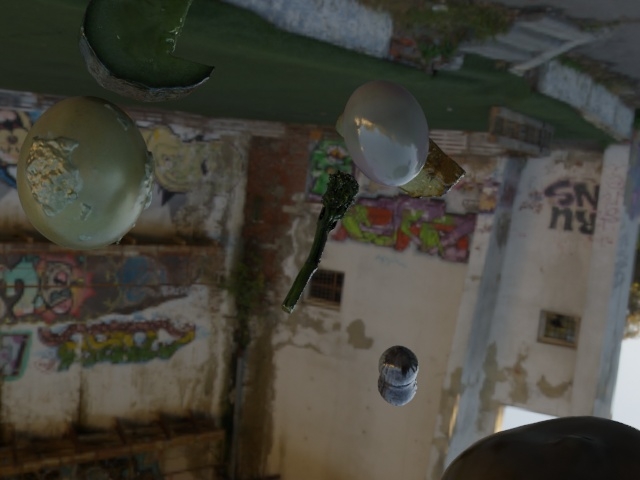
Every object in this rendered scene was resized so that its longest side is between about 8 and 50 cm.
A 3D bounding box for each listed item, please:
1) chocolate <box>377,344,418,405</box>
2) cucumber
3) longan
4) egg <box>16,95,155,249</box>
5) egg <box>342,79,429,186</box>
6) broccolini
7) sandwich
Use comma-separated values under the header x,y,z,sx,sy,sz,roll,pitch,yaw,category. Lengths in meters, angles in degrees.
x,y,z,sx,sy,sz,roll,pitch,yaw,category
0.137,0.241,1.204,0.072,0.072,0.167,5,145,6,chocolate
-0.243,-0.285,0.935,0.191,0.191,0.130,1,-177,-24,cucumber
0.313,0.386,0.863,0.361,0.361,0.361,4,-173,-1,longan
-0.290,-0.081,0.837,0.164,0.201,0.164,13,-142,-10,egg
0.081,-0.131,0.843,0.103,0.135,0.103,-19,-163,6,egg
0.000,0.000,0.936,0.051,0.239,0.054,26,147,-6,broccolini
0.155,-0.193,1.378,0.251,0.087,0.226,43,170,-7,sandwich
